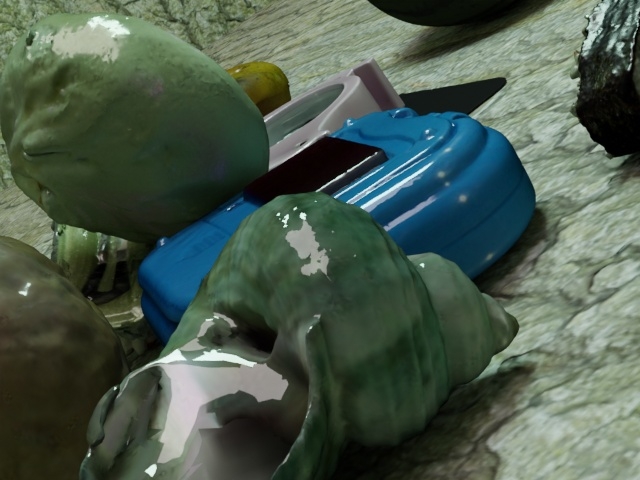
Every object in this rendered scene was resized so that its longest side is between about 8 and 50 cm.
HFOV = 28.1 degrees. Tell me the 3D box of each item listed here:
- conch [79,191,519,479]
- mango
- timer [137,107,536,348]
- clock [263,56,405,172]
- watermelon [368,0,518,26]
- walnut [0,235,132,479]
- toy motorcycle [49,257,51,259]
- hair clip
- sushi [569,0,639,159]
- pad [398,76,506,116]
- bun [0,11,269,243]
[{"bbox_3d":[-0.014,0.076,0.774,0.277,0.195,0.220,-12,24,-11],"label":"conch"},{"bbox_3d":[-0.138,-0.140,1.646,0.236,0.136,0.166,-35,-24,15],"label":"mango"},{"bbox_3d":[0.000,0.000,1.054,0.309,0.115,0.340,-32,14,-9],"label":"timer"},{"bbox_3d":[-0.059,-0.074,1.434,0.290,0.080,0.275,-28,17,20],"label":"clock"},{"bbox_3d":[0.184,-0.427,1.674,0.359,0.279,0.279,-17,22,49],"label":"watermelon"},{"bbox_3d":[-0.268,0.121,0.993,0.248,0.248,0.248,-30,16,9],"label":"walnut"},{"bbox_3d":[-0.291,0.058,1.464,0.130,0.094,0.229,-17,17,47],"label":"toy motorcycle"},{"bbox_3d":[-0.215,0.034,1.334,0.138,0.091,0.321,-10,28,-1],"label":"hair clip"},{"bbox_3d":[0.249,-0.138,0.987,0.078,0.090,0.150,-19,46,54],"label":"sushi"},{"bbox_3d":[0.087,-0.129,1.466,0.181,0.004,0.267,-38,17,-20],"label":"pad"},{"bbox_3d":[-0.191,-0.082,1.224,0.283,0.283,0.179,-9,52,54],"label":"bun"}]
